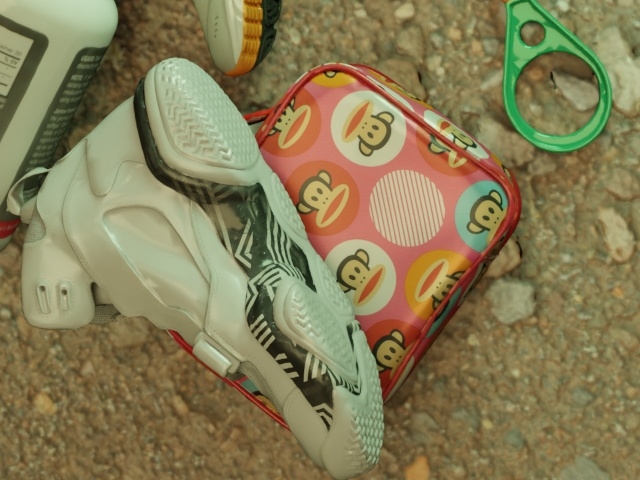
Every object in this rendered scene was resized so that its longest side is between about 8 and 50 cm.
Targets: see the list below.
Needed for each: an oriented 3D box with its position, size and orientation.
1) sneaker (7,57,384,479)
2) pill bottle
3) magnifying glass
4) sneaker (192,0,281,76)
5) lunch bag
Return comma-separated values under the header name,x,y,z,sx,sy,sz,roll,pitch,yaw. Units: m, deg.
name,x,y,z,sx,sy,sz,roll,pitch,yaw
sneaker,-0.104,0.055,1.564,0.210,0.137,0.366,-30,81,15
pill bottle,-0.279,-0.160,1.642,0.176,0.176,0.319,31,105,5
magnifying glass,0.177,-0.185,1.661,0.092,0.026,0.231,-22,93,11
sneaker,-0.111,-0.265,1.672,0.121,0.099,0.262,-10,86,17
lunch bag,0.000,0.000,1.654,0.258,0.120,0.293,37,100,5
